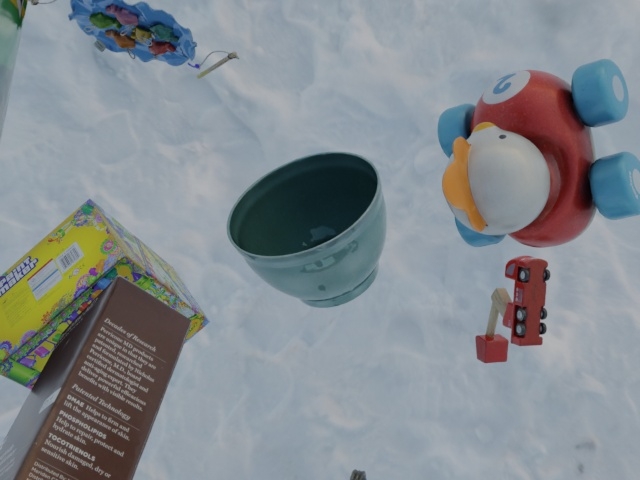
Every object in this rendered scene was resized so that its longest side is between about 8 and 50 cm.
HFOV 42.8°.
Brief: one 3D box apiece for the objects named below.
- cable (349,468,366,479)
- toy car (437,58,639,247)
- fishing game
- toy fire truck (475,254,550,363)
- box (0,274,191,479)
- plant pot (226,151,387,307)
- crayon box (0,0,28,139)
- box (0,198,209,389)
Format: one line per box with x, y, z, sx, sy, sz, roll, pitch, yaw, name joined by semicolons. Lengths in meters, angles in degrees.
0.063;0.577;1.679;0.072;0.287;0.139;12;52;25;cable
0.204;-0.088;0.902;0.219;0.238;0.210;-13;88;40;toy car
-0.261;-0.280;1.120;0.264;0.189;0.041;22;75;-32;fishing game
0.312;0.115;1.334;0.047;0.135;0.191;0;96;-21;toy fire truck
-0.320;0.249;1.079;0.143;0.381;0.191;37;127;-17;box
0.000;0.000;1.514;0.293;0.293;0.196;-21;126;6;plant pot
-0.138;-0.246;0.283;0.106;0.313;0.362;9;68;-18;crayon box
-0.412;0.134;1.478;0.290;0.279;0.177;-41;51;-1;box
